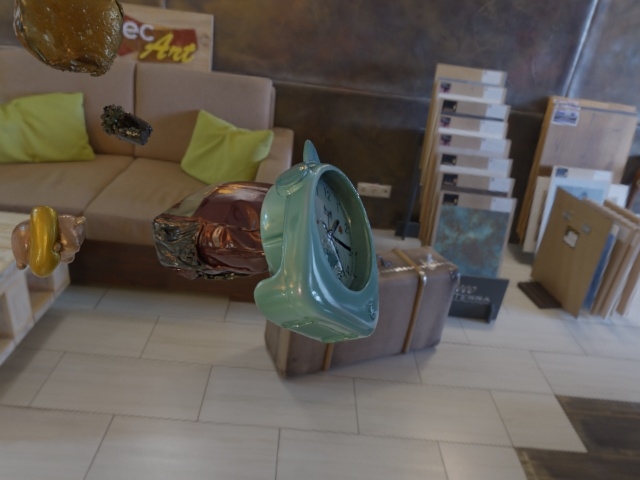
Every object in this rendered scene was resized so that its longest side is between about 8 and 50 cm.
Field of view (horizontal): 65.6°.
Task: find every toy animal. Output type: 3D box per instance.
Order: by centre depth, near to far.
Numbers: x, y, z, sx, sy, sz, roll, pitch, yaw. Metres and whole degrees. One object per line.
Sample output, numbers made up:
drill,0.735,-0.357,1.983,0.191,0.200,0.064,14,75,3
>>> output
toy animal,-0.371,0.007,0.692,0.114,0.092,0.082,-24,-11,32

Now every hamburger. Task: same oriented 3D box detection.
hamburger,-0.582,-0.507,1.153,0.244,0.245,0.163,-14,24,-36

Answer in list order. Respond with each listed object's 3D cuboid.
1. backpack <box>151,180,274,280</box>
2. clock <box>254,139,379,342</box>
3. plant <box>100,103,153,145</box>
backpack,-0.158,-0.025,1.079,0.317,0.197,0.283,4,30,21
clock,0.000,0.000,0.716,0.094,0.223,0.274,-16,60,26
plant,-0.562,-0.329,1.427,0.143,0.092,0.094,25,-2,-6
